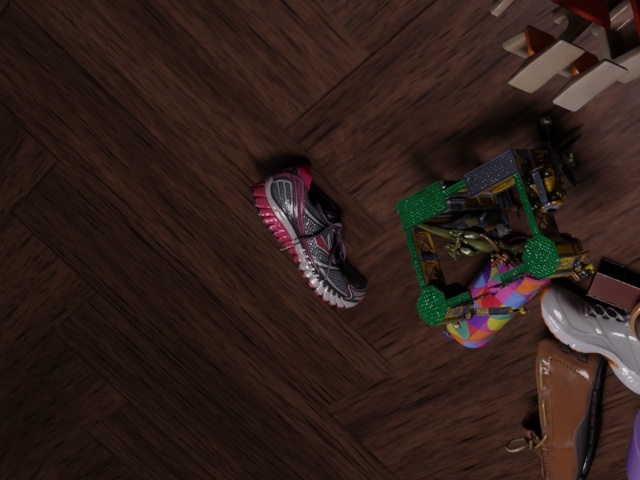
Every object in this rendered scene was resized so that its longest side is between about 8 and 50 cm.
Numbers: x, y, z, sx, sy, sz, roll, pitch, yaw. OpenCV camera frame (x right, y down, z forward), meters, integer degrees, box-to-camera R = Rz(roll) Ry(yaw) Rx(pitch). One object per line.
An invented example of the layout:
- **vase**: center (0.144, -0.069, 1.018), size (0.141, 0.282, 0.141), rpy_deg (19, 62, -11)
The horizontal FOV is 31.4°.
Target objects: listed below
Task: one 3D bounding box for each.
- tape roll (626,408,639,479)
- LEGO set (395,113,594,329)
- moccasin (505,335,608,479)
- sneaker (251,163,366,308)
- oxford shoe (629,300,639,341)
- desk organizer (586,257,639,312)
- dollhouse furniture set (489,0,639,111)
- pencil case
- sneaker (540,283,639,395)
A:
- **tape roll**: center (0.628, 0.348, 1.793), size (0.274, 0.275, 0.090), rpy_deg (16, 134, 19)
- **LEGO set**: center (0.286, -0.011, 1.725), size (0.331, 0.192, 0.255), rpy_deg (-39, 65, 41)
- **moccasin**: center (0.414, 0.329, 2.012), size (0.147, 0.139, 0.380), rpy_deg (14, 133, 23)
- **sneaker**: center (0.000, 0.000, 2.000), size (0.112, 0.121, 0.299), rpy_deg (-29, 121, 12)
- **oxford shoe**: center (0.630, 0.122, 1.668), size (0.363, 0.133, 0.130), rpy_deg (-11, 124, 30)
- **desk organizer**: center (0.496, 0.080, 1.805), size (0.130, 0.047, 0.050), rpy_deg (22, 131, 11)
- **dollhouse furniture set**: center (0.342, -0.303, 1.429), size (0.259, 0.262, 0.135), rpy_deg (17, 145, -32)
- **pencil case**: center (0.292, 0.089, 1.905), size (0.104, 0.104, 0.236), rpy_deg (36, 136, -1)
- **sneaker**: center (0.480, 0.138, 1.845), size (0.262, 0.099, 0.121), rpy_deg (34, 131, -10)
